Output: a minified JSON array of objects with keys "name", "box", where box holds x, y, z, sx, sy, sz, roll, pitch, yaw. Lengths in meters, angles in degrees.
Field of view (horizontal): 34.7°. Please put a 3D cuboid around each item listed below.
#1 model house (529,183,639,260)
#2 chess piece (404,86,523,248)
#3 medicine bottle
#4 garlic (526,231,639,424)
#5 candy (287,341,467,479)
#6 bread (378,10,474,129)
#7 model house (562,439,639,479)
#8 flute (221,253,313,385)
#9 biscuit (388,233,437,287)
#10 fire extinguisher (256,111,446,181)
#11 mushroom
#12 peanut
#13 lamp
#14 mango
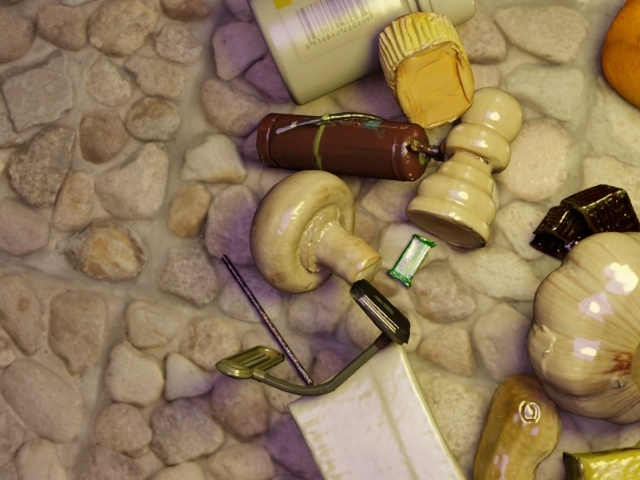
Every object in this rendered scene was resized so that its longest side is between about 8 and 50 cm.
[{"name":"model house","box":[0.424,-0.025,1.632,0.165,0.152,0.106,-26,72,0]},{"name":"chess piece","box":[0.252,-0.128,1.687,0.142,0.143,0.261,23,76,10]},{"name":"medicine bottle","box":[0.069,-0.383,1.702,0.339,0.208,0.208,-25,79,2]},{"name":"garlic","box":[0.451,0.133,1.545,0.321,0.241,0.322,1,86,-17]},{"name":"candy","box":[0.113,0.359,1.605,0.208,0.145,0.359,-27,78,3]},{"name":"bread","box":[0.167,-0.274,1.621,0.132,0.190,0.114,-20,58,6]},{"name":"model house","box":[0.499,0.395,1.537,0.234,0.175,0.194,-12,79,8]},{"name":"flute","box":[-0.091,0.134,1.733,0.014,0.014,0.270,-35,78,0]},{"name":"biscuit","box":[0.154,0.031,1.720,0.046,0.016,0.089,32,86,9]},{"name":"fire extinguisher","box":[0.056,-0.155,1.652,0.341,0.141,0.105,7,92,29]},{"name":"mushroom","box":[-0.018,0.001,1.648,0.206,0.206,0.209,-28,46,1]},{"name":"peanut","box":[0.307,0.325,1.605,0.120,0.110,0.237,14,84,0]},{"name":"lamp","box":[0.002,0.161,1.602,0.283,0.203,0.125,-29,93,12]},{"name":"mango","box":[0.610,-0.254,1.630,0.350,0.199,0.201,38,127,19]}]
